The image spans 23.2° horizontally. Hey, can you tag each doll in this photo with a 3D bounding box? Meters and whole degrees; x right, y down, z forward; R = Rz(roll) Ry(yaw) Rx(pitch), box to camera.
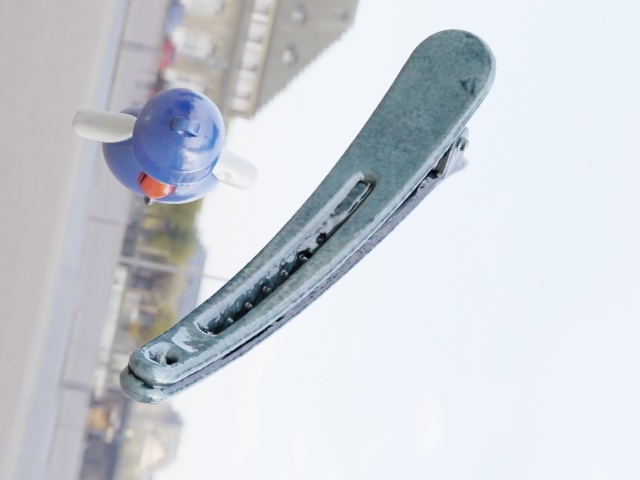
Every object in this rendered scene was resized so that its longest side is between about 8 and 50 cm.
[{"bbox_3d":[-0.075,-0.048,0.780,0.143,0.099,0.057,161,-53,-76],"label":"doll"}]

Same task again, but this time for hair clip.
[{"bbox_3d":[0.000,0.000,0.705,0.275,0.048,0.083,-47,163,-42],"label":"hair clip"}]
